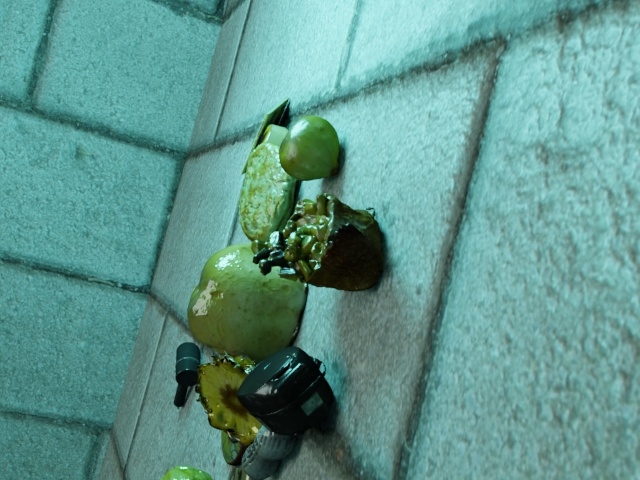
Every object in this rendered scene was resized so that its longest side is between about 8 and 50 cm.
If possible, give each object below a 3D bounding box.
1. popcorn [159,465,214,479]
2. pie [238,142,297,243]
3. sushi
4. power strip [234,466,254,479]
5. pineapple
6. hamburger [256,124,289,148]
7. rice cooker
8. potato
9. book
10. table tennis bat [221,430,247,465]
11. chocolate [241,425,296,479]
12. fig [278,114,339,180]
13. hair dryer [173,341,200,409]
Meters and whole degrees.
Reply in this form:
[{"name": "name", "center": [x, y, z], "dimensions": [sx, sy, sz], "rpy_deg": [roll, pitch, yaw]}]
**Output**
[{"name": "popcorn", "center": [-0.303, 0.591, 1.524], "dimensions": [0.270, 0.258, 0.224], "rpy_deg": [-19, 35, 22]}, {"name": "pie", "center": [-0.119, -0.105, 1.758], "dimensions": [0.201, 0.090, 0.248], "rpy_deg": [19, 96, 54]}, {"name": "sushi", "center": [-0.002, 0.001, 1.245], "dimensions": [0.167, 0.179, 0.296], "rpy_deg": [-63, 23, 15]}, {"name": "power strip", "center": [-0.152, 0.540, 1.449], "dimensions": [0.092, 0.034, 0.268], "rpy_deg": [141, 140, -59]}, {"name": "pineapple", "center": [-0.154, 0.305, 1.457], "dimensions": [0.076, 0.225, 0.225], "rpy_deg": [-34, -20, -52]}, {"name": "hamburger", "center": [-0.120, -0.223, 1.869], "dimensions": [0.126, 0.081, 0.141], "rpy_deg": [-47, 21, 49]}, {"name": "rice cooker", "center": [-0.059, 0.255, 1.254], "dimensions": [0.142, 0.118, 0.203], "rpy_deg": [-41, 13, -20]}, {"name": "potato", "center": [-0.161, 0.126, 1.532], "dimensions": [0.242, 0.242, 0.285], "rpy_deg": [6, 78, 70]}, {"name": "book", "center": [-0.149, -0.282, 1.980], "dimensions": [0.192, 0.013, 0.168], "rpy_deg": [-62, -3, 31]}, {"name": "table tennis bat", "center": [-0.174, 0.346, 1.662], "dimensions": [0.200, 0.038, 0.310], "rpy_deg": [143, 135, -58]}, {"name": "chocolate", "center": [-0.095, 0.383, 1.359], "dimensions": [0.072, 0.072, 0.167], "rpy_deg": [-96, 29, -45]}, {"name": "fig", "center": [-0.025, -0.187, 1.527], "dimensions": [0.136, 0.121, 0.153], "rpy_deg": [118, 157, -43]}, {"name": "hair dryer", "center": [-0.406, 0.419, 2.194], "dimensions": [0.124, 0.071, 0.219], "rpy_deg": [-103, 26, -56]}]
